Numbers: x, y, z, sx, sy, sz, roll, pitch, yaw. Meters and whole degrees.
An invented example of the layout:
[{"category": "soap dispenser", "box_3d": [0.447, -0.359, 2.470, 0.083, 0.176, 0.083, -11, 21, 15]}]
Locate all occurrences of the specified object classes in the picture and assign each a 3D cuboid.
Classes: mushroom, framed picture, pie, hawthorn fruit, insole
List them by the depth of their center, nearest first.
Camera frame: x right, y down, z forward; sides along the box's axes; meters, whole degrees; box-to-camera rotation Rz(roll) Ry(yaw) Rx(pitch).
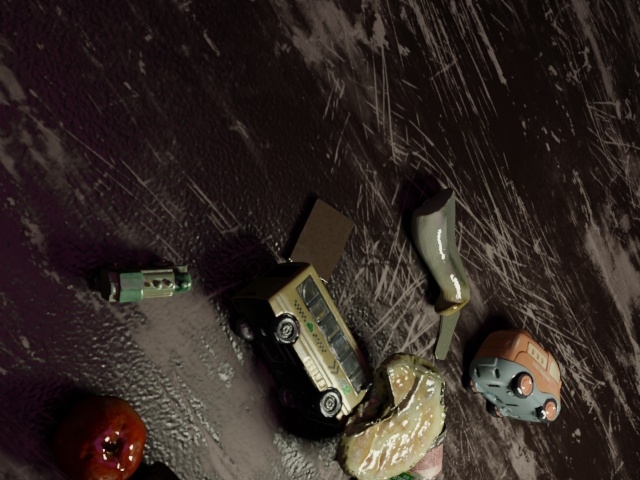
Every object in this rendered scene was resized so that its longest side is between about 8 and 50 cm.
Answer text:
[{"category": "hawthorn fruit", "box_3d": [-0.414, 0.389, 1.403, 0.179, 0.200, 0.179, 3, 86, -36]}, {"category": "pie", "box_3d": [0.172, 0.422, 1.706, 0.338, 0.075, 0.337, -15, 115, -36]}, {"category": "framed picture", "box_3d": [0.000, 0.000, 1.764, 0.128, 0.023, 0.168, 32, 75, -30]}, {"category": "mushroom", "box_3d": [0.332, 0.037, 1.931, 0.159, 0.122, 0.328, -20, 104, -22]}, {"category": "insole", "box_3d": [0.352, 0.236, 2.020, 0.063, 0.010, 0.191, 20, 82, -32]}]

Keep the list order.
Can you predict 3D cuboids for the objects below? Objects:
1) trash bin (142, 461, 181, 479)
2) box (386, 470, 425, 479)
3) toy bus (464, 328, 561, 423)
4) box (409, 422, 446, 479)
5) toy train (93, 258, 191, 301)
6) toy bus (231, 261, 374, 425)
[{"category": "trash bin", "box_3d": [-0.345, 0.612, 1.458, 0.250, 0.219, 0.219, -37, 110, -20]}, {"category": "box", "box_3d": [0.159, 0.576, 1.825, 0.207, 0.041, 0.049, 21, 79, 5]}, {"category": "toy bus", "box_3d": [0.560, 0.377, 2.076, 0.288, 0.194, 0.232, 42, 58, -27]}, {"category": "box", "box_3d": [0.253, 0.539, 1.894, 0.151, 0.151, 0.135, -16, 109, -32]}, {"category": "toy train", "box_3d": [-0.352, 0.084, 1.473, 0.194, 0.125, 0.080, -3, 98, -33]}, {"category": "toy bus", "box_3d": [-0.031, 0.237, 1.667, 0.202, 0.177, 0.365, -40, 112, -32]}]
